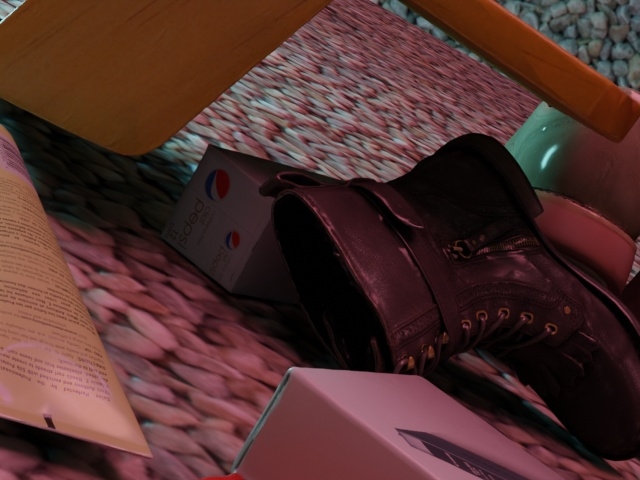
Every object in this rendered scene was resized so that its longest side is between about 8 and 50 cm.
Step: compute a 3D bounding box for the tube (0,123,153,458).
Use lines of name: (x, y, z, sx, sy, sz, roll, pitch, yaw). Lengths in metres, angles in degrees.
tube: (-0.146, 0.019, 0.840, 0.070, 0.062, 0.240, -20, 35, -11)

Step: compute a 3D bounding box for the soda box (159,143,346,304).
soda box: (0.000, 0.000, 1.208, 0.074, 0.069, 0.216, 38, 15, 34)

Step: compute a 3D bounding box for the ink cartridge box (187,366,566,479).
ink cartridge box: (0.081, 0.158, 0.757, 0.296, 0.066, 0.261, 35, 12, 26)

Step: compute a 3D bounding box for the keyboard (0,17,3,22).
keyboard: (-0.330, -0.183, 1.291, 0.201, 0.033, 0.317, 29, 11, -2)

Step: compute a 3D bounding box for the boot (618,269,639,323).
boot: (0.289, 0.011, 1.493, 0.090, 0.207, 0.248, 52, 7, -13)

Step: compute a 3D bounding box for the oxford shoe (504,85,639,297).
oxford shoe: (0.191, -0.033, 1.467, 0.140, 0.146, 0.397, 27, -5, -7)

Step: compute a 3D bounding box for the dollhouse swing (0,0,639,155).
dollhouse swing: (-0.020, -0.106, 1.229, 0.305, 0.315, 0.347, 49, 3, -11)

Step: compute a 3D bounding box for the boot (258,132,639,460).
boot: (0.085, 0.054, 1.135, 0.263, 0.091, 0.229, 55, 35, 6)
